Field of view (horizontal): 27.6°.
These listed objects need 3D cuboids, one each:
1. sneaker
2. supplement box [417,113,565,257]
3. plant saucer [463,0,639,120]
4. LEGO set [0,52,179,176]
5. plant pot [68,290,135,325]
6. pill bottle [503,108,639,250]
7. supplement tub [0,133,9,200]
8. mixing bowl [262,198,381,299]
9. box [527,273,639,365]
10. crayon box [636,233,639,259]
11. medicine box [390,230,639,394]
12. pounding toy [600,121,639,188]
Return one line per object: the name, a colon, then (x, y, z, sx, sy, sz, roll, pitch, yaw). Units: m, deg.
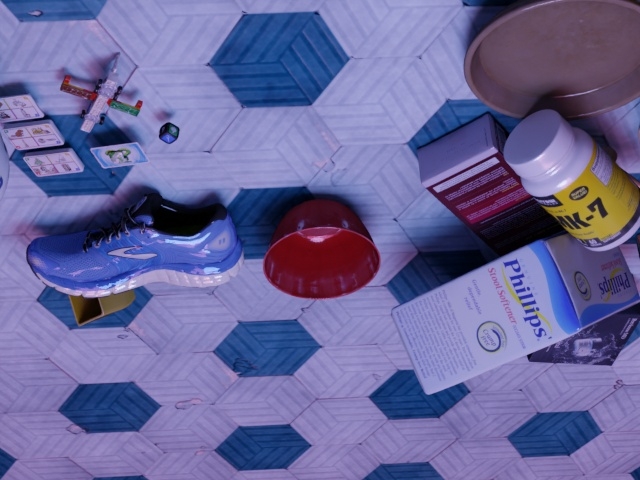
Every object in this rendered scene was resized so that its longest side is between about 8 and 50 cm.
sneaker: (-0.287, -0.008, 1.997, 0.330, 0.130, 0.147, -6, 127, -2)
supplement box: (0.265, -0.078, 1.972, 0.130, 0.073, 0.239, -26, 136, 26)
plant saucer: (0.331, -0.252, 1.757, 0.278, 0.041, 0.278, 0, 151, 0)
LEGO set: (-0.328, -0.172, 1.844, 0.244, 0.060, 0.182, -6, 146, 16)
plant pot: (-0.349, 0.083, 2.106, 0.083, 0.081, 0.081, -13, 173, -44)
pill bottle: (0.362, -0.087, 1.864, 0.119, 0.119, 0.208, -32, 124, 30)
supplement tub: (-0.545, -0.170, 1.662, 0.235, 0.235, 0.325, -5, 141, 1)
mixing bowl: (0.000, 0.000, 2.026, 0.181, 0.098, 0.181, -2, 142, -2)
box: (0.444, 0.133, 2.234, 0.158, 0.093, 0.156, 3, 141, -11)
crayon box: (0.681, 0.051, 2.067, 0.318, 0.202, 0.081, -14, 140, 11)
medicine box: (0.306, 0.101, 2.027, 0.289, 0.149, 0.263, -28, 172, 32)
pounding toy: (0.506, -0.138, 1.911, 0.206, 0.094, 0.181, 5, 146, 25)
